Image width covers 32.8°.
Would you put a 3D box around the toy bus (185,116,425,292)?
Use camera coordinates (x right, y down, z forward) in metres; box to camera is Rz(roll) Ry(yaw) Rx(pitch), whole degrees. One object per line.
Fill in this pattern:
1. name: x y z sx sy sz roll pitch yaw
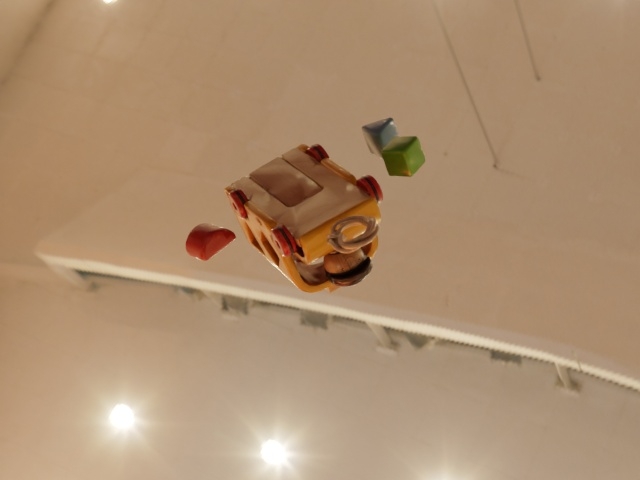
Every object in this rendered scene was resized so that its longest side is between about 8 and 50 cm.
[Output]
1. toy bus: -0.001 -0.007 0.963 0.191 0.104 0.202 -7 -146 26
